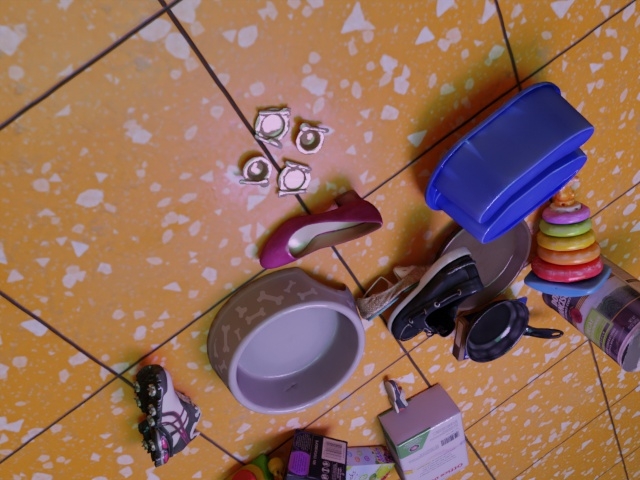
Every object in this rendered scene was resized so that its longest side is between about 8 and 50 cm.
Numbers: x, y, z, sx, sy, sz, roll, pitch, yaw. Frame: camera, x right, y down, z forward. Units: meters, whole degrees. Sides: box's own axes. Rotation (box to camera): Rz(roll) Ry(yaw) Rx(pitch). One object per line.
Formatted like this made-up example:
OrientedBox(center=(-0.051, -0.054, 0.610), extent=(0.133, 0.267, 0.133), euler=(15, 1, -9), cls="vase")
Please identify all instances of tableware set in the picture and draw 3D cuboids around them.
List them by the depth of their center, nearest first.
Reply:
OrientedBox(center=(-0.065, -0.153, 1.003), extent=(0.141, 0.020, 0.168), euler=(7, 118, -30), cls="tableware set")

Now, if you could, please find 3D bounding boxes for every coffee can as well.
OrientedBox(center=(0.752, 0.173, 1.459), extent=(0.201, 0.275, 0.201), euler=(-13, 125, -19), cls="coffee can")

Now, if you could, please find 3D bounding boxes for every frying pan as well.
OrientedBox(center=(0.507, 0.212, 1.462), extent=(0.326, 0.053, 0.197), euler=(-16, 125, -19), cls="frying pan")

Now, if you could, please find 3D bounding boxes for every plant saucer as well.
OrientedBox(center=(0.378, 0.046, 1.342), extent=(0.278, 0.041, 0.278), euler=(-13, 126, -19), cls="plant saucer")

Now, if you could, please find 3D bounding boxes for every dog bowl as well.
OrientedBox(center=(-0.060, 0.228, 1.204), extent=(0.349, 0.102, 0.348), euler=(-13, 125, -19), cls="dog bowl")

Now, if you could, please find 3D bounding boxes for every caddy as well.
OrientedBox(center=(0.365, -0.160, 1.117), extent=(0.341, 0.179, 0.241), euler=(-38, 152, 0), cls="caddy")

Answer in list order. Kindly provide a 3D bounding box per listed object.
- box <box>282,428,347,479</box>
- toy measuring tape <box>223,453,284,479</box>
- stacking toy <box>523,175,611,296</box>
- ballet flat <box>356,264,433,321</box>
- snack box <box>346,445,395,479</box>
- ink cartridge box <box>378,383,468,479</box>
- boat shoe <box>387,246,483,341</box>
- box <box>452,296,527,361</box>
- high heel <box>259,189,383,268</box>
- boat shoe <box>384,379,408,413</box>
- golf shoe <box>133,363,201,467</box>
OrientedBox(center=(-0.031, 0.642, 1.412), extent=(0.143, 0.165, 0.270), euler=(14, 113, 0), cls="box")
OrientedBox(center=(-0.219, 0.662, 1.401), extent=(0.330, 0.121, 0.121), euler=(-38, 129, 1), cls="toy measuring tape")
OrientedBox(center=(0.582, -0.034, 1.340), extent=(0.166, 0.175, 0.301), euler=(-30, 116, -42), cls="stacking toy")
OrientedBox(center=(0.167, 0.099, 1.253), extent=(0.206, 0.067, 0.073), euler=(-35, 172, -2), cls="ballet flat")
OrientedBox(center=(0.081, 0.666, 1.582), extent=(0.207, 0.070, 0.174), euler=(10, 117, -29), cls="snack box")
OrientedBox(center=(0.297, 0.570, 1.595), extent=(0.201, 0.117, 0.278), euler=(-25, 128, -10), cls="ink cartridge box")
OrientedBox(center=(0.256, 0.155, 1.237), extent=(0.127, 0.113, 0.340), euler=(-13, 148, -34), cls="boat shoe")
OrientedBox(center=(0.466, 0.238, 1.515), extent=(0.225, 0.036, 0.136), euler=(-14, 126, -19), cls="box")
OrientedBox(center=(0.000, 0.000, 1.072), extent=(0.244, 0.117, 0.082), euler=(-30, 129, -6), cls="high heel")
OrientedBox(center=(0.203, 0.407, 1.487), extent=(0.043, 0.049, 0.137), euler=(-29, 131, -11), cls="boat shoe")
OrientedBox(center=(-0.316, 0.345, 1.170), extent=(0.120, 0.105, 0.273), euler=(-20, 135, -34), cls="golf shoe")
